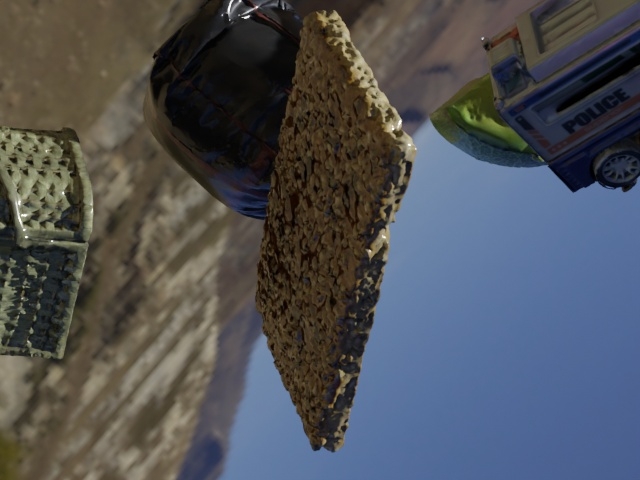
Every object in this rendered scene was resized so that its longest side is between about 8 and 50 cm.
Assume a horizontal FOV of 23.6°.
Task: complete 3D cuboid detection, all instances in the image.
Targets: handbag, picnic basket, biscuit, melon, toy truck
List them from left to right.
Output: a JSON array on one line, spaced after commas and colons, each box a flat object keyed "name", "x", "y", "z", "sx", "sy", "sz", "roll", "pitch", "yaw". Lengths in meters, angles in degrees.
[{"name": "picnic basket", "x": -0.281, "y": -0.015, "z": 1.138, "sx": 0.134, "sy": 0.196, "sz": 0.154, "roll": -112, "pitch": -146, "yaw": -50}, {"name": "handbag", "x": -0.052, "y": -0.108, "z": 1.263, "sx": 0.155, "sy": 0.169, "sz": 0.215, "roll": -44, "pitch": -178, "yaw": -11}, {"name": "biscuit", "x": 0.000, "y": 0.000, "z": 0.832, "sx": 0.131, "sy": 0.025, "sz": 0.231, "roll": -116, "pitch": -152, "yaw": -44}, {"name": "melon", "x": 0.220, "y": -0.135, "z": 1.458, "sx": 0.209, "sy": 0.118, "sz": 0.064, "roll": -34, "pitch": 179, "yaw": 0}, {"name": "toy truck", "x": 0.280, "y": -0.169, "z": 1.263, "sx": 0.268, "sy": 0.155, "sz": 0.124, "roll": -33, "pitch": -140, "yaw": 25}]
